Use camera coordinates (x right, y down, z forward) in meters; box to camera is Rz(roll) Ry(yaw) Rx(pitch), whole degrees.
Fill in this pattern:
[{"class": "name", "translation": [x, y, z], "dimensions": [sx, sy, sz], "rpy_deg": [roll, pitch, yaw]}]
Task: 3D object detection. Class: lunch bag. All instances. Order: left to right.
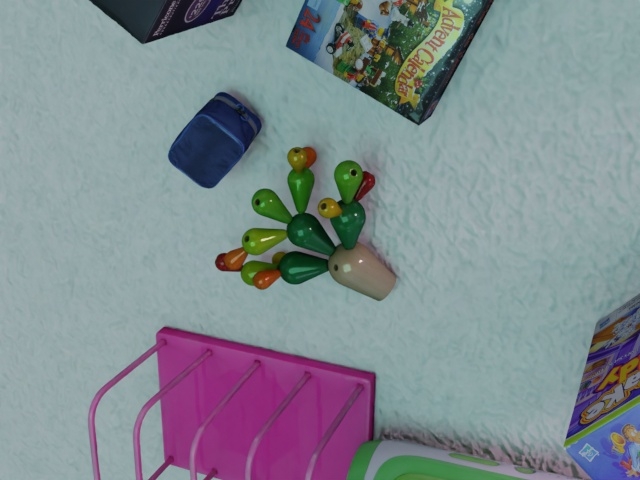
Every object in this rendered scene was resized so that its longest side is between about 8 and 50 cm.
[{"class": "lunch bag", "translation": [-0.112, -0.114, 0.937], "dimensions": [0.067, 0.065, 0.098], "rpy_deg": [40, 128, -12]}]

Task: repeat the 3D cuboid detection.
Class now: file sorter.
[{"class": "file sorter", "translation": [-0.104, 0.256, 1.016], "dimensions": [0.291, 0.182, 0.202], "rpy_deg": [10, 114, 21]}]

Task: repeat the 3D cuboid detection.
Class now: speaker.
[{"class": "speaker", "translation": [0.179, 0.303, 0.939], "dimensions": [0.297, 0.131, 0.131], "rpy_deg": [7, 113, 22]}]

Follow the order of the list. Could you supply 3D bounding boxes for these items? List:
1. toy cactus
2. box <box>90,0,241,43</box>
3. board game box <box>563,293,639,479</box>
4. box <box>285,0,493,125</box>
[{"class": "toy cactus", "translation": [0.000, 0.000, 0.929], "dimensions": [0.180, 0.112, 0.219], "rpy_deg": [35, 120, -14]}, {"class": "box", "translation": [-0.093, -0.323, 0.777], "dimensions": [0.103, 0.184, 0.261], "rpy_deg": [41, 122, 5]}, {"class": "board game box", "translation": [0.368, 0.050, 0.688], "dimensions": [0.078, 0.233, 0.347], "rpy_deg": [47, 121, 1]}, {"class": "box", "translation": [0.084, -0.248, 0.807], "dimensions": [0.159, 0.044, 0.233], "rpy_deg": [32, 120, 10]}]
